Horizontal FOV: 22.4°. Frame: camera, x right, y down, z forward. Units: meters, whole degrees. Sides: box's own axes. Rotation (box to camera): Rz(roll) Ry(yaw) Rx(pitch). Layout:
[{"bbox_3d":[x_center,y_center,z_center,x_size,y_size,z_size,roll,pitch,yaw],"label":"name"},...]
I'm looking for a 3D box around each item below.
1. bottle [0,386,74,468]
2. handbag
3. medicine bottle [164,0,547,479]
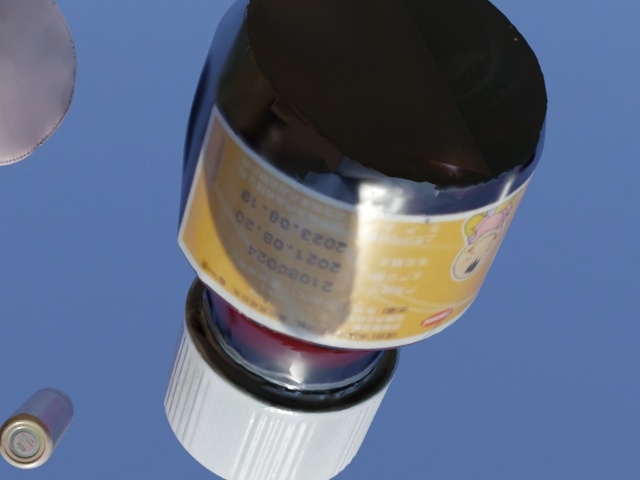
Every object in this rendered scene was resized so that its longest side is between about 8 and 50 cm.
[{"bbox_3d":[-0.228,0.149,1.304,0.045,0.045,0.096,7,-169,2],"label":"bottle"},{"bbox_3d":[-0.342,-0.173,1.579,0.116,0.179,0.205,2,-137,32],"label":"handbag"},{"bbox_3d":[0.000,0.000,1.173,0.242,0.395,0.242,10,-132,-11],"label":"medicine bottle"}]
